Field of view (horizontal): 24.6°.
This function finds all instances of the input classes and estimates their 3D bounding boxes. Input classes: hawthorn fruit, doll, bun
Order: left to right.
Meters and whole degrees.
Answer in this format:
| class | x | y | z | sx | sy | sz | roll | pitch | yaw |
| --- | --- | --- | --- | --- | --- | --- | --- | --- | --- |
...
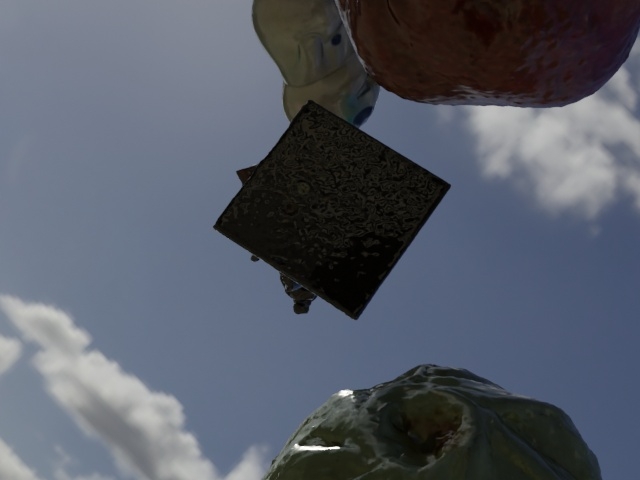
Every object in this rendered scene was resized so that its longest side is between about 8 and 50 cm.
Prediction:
| class | x | y | z | sx | sy | sz | roll | pitch | yaw |
| --- | --- | --- | --- | --- | --- | --- | --- | --- | --- |
| doll | 0.001 | -0.176 | 1.382 | 0.107 | 0.110 | 0.180 | -5 | -58 | 29 |
| bun | 0.057 | 0.133 | 0.739 | 0.195 | 0.195 | 0.118 | 25 | -52 | 45 |
| hawthorn fruit | 0.133 | -0.178 | 0.944 | 0.205 | 0.253 | 0.205 | -9 | -101 | 55 |

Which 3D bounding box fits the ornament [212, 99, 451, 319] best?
| class | x | y | z | sx | sy | sz | roll | pitch | yaw |
| --- | --- | --- | --- | --- | --- | --- | --- | --- | --- |
| ornament | 0.000 | 0.000 | 1.363 | 0.166 | 0.153 | 0.196 | 33 | -20 | 10 |
